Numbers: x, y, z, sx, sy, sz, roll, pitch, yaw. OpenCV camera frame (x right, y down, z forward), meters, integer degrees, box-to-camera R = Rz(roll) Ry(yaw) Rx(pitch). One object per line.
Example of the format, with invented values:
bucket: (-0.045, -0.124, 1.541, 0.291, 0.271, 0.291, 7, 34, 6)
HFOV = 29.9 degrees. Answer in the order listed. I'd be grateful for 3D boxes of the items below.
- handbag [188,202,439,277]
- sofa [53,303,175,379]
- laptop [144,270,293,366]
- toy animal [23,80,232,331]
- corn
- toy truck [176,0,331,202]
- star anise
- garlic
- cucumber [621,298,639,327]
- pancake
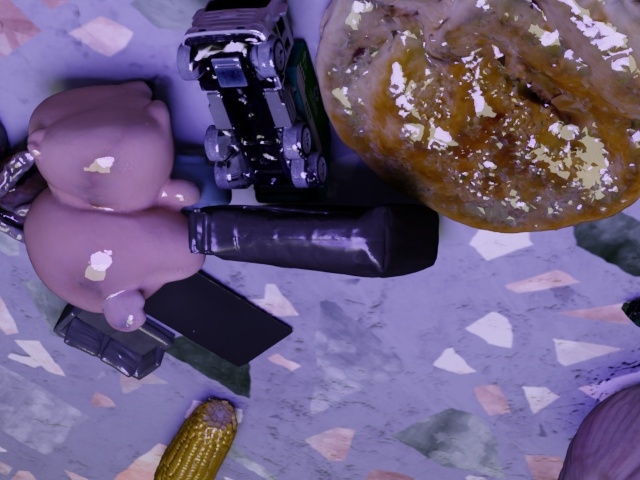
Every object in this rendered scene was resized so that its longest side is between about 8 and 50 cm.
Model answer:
handbag: (0.000, 0.000, 1.295, 0.223, 0.080, 0.247, 0, 180, 19)
sofa: (-0.286, 0.132, 1.652, 0.147, 0.060, 0.085, 34, 136, -21)
laptop: (-0.149, 0.097, 1.606, 0.197, 0.016, 0.135, 34, 136, -23)
toy animal: (-0.230, -0.047, 1.299, 0.210, 0.229, 0.221, 37, 166, 52)
corn: (-0.191, 0.328, 1.825, 0.091, 0.091, 0.260, 23, 135, -5)
toy truck: (-0.057, -0.136, 1.225, 0.114, 0.124, 0.253, -1, 136, 17)
star anise: (-0.385, -0.057, 1.445, 0.231, 0.089, 0.209, 36, 145, -6)
garlic: (0.419, 0.332, 1.479, 0.259, 0.317, 0.317, 4, 147, -28)
cucumber: (0.491, 0.120, 1.398, 0.284, 0.056, 0.056, 15, 140, 2)
pancake: (0.172, -0.140, 1.177, 0.387, 0.082, 0.387, 12, 141, 10)
